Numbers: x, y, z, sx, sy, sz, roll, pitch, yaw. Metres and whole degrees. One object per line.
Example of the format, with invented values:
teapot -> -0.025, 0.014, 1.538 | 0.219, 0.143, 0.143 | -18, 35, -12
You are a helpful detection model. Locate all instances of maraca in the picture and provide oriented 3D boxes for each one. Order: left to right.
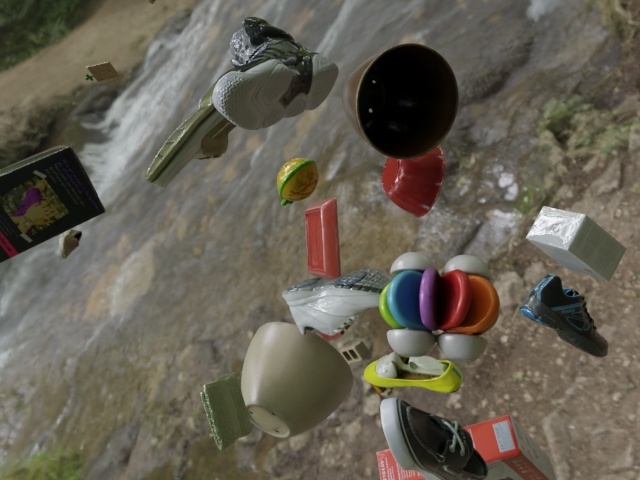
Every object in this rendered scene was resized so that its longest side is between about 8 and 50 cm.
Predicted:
maraca -> -0.060, -0.151, 1.556 | 0.127, 0.099, 0.186 | -34, -16, -17

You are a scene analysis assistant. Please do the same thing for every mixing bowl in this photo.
mixing bowl -> 0.208, -0.151, 1.405 | 0.181, 0.098, 0.182 | -170, 90, -73

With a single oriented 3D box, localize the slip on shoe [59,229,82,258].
slip on shoe -> -0.674, 0.008, 1.592 | 0.135, 0.041, 0.052 | -120, 29, -65

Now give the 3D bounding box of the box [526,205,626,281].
box -> 0.591, 0.007, 1.364 | 0.091, 0.170, 0.130 | -61, 28, -2

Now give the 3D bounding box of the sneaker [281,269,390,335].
sneaker -> 0.047, 0.142, 1.313 | 0.297, 0.111, 0.130 | -12, 98, 44

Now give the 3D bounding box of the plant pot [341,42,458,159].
plant pot -> 0.131, -0.293, 1.220 | 0.216, 0.215, 0.230 | -61, 25, 7

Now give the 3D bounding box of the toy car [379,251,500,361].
toy car -> 0.176, 0.092, 0.878 | 0.181, 0.136, 0.159 | 3, 74, 12

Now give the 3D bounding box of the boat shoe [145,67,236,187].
boat shoe -> -0.241, -0.219, 1.244 | 0.302, 0.103, 0.113 | -53, 28, -11

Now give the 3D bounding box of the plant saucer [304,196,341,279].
plant saucer -> 0.000, 0.000, 1.871 | 0.259, 0.047, 0.259 | 178, 89, -75

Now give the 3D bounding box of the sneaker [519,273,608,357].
sneaker -> 0.717, 0.219, 1.660 | 0.140, 0.340, 0.125 | -58, 27, -1

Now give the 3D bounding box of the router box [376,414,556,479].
router box -> 0.332, 0.511, 1.302 | 0.301, 0.335, 0.082 | -24, 48, 20

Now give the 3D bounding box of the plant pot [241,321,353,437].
plant pot -> -0.084, 0.368, 1.454 | 0.284, 0.284, 0.191 | -26, 22, 46

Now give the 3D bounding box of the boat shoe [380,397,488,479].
boat shoe -> 0.195, 0.333, 0.961 | 0.102, 0.301, 0.108 | -23, 41, 20

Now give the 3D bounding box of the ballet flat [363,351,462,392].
ballet flat -> 0.186, 0.270, 1.246 | 0.230, 0.077, 0.077 | -1, 46, 34

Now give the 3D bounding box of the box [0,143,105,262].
box -> -0.573, -0.065, 1.113 | 0.270, 0.144, 0.165 | -30, 23, -21

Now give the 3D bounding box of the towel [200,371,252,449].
towel -> -0.207, 0.376, 1.308 | 0.027, 0.110, 0.148 | -16, 89, 37

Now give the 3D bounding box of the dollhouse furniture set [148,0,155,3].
dollhouse furniture set -> -0.420, -0.766, 1.377 | 0.362, 0.256, 0.394 | -40, 31, 24

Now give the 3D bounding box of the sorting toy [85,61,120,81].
sorting toy -> -0.520, -0.394, 1.379 | 0.083, 0.062, 0.012 | -10, 69, 6

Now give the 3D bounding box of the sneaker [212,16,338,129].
sneaker -> -0.097, -0.253, 0.877 | 0.153, 0.268, 0.101 | 39, 125, 15

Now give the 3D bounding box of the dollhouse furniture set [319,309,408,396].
dollhouse furniture set -> 0.153, 0.339, 2.057 | 0.201, 0.374, 0.152 | -38, 0, -29
